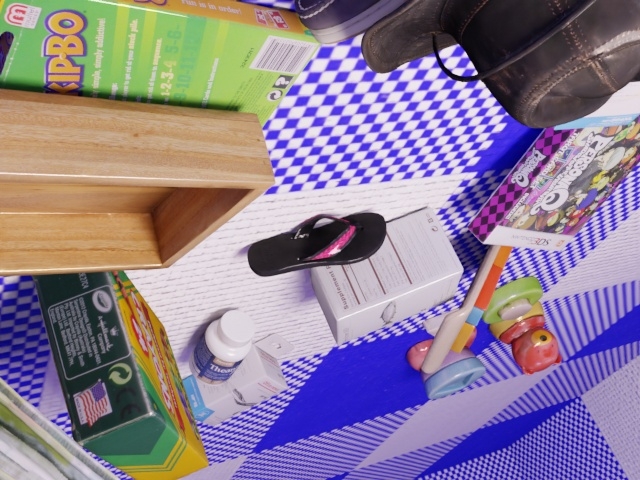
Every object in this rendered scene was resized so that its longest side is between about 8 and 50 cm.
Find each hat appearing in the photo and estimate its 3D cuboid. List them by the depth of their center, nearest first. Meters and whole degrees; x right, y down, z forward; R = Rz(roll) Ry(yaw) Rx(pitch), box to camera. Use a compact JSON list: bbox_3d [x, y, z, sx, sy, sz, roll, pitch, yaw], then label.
[{"bbox_3d":[0.195,-0.165,0.578,0.331,0.134,0.331,-31,177,-2],"label":"hat"}]

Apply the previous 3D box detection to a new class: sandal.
[{"bbox_3d":[0.000,0.000,0.942,0.179,0.067,0.040,-14,141,-15],"label":"sandal"}]

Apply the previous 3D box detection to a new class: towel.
[{"bbox_3d":[-0.288,0.200,0.727,0.090,0.320,0.374,-49,179,-23],"label":"towel"}]

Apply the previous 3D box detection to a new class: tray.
[{"bbox_3d":[-0.262,-0.038,0.595,0.411,0.076,0.203,-2,159,-40],"label":"tray"}]

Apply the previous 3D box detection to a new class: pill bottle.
[{"bbox_3d":[-0.135,0.148,1.092,0.067,0.067,0.120,-6,148,-34],"label":"pill bottle"}]

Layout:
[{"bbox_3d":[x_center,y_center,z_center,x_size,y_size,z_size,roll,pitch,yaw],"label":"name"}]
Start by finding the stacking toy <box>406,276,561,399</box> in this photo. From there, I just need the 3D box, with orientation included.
[{"bbox_3d":[0.335,0.211,1.540,0.309,0.130,0.279,-23,154,-4],"label":"stacking toy"}]

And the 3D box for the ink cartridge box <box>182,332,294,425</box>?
[{"bbox_3d":[-0.123,0.223,1.247,0.180,0.060,0.104,-28,153,6],"label":"ink cartridge box"}]

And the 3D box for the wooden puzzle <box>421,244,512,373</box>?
[{"bbox_3d":[0.239,0.075,1.180,0.239,0.044,0.221,-54,166,-27],"label":"wooden puzzle"}]

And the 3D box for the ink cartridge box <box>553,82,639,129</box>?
[{"bbox_3d":[0.288,-0.182,0.768,0.090,0.092,0.143,-4,163,-11],"label":"ink cartridge box"}]

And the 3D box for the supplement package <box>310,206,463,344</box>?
[{"bbox_3d":[0.084,0.049,1.053,0.179,0.105,0.105,-21,156,-8],"label":"supplement package"}]

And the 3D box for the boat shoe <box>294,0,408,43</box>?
[{"bbox_3d":[0.071,-0.243,0.524,0.092,0.103,0.285,31,138,-30],"label":"boat shoe"}]

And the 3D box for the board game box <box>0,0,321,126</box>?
[{"bbox_3d":[-0.132,-0.137,0.604,0.259,0.039,0.124,-4,148,-40],"label":"board game box"}]

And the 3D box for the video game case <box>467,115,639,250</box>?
[{"bbox_3d":[0.329,-0.085,1.037,0.210,0.042,0.232,5,129,-46],"label":"video game case"}]

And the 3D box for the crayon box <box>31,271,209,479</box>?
[{"bbox_3d":[-0.213,0.160,0.900,0.081,0.202,0.318,-22,155,-7],"label":"crayon box"}]
